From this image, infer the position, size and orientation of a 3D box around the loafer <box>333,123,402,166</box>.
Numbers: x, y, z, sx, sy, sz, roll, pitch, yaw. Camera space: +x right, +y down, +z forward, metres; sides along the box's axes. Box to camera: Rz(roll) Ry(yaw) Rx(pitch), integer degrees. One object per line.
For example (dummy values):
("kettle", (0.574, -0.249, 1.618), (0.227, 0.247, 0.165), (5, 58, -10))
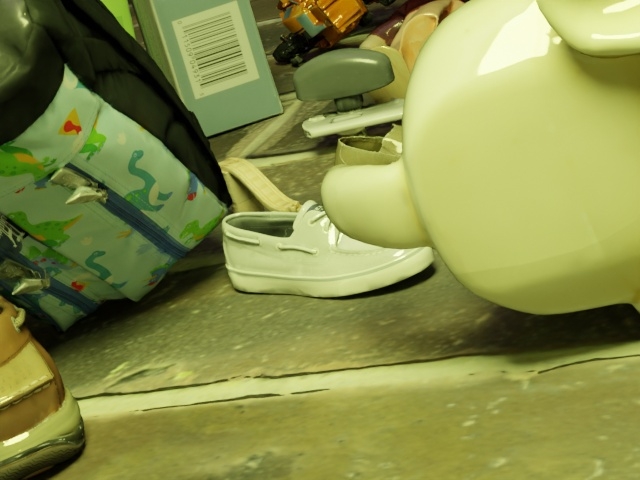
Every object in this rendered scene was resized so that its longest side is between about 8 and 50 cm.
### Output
("loafer", (0.076, -0.075, 1.223), (0.148, 0.050, 0.056), (-10, 20, 19))

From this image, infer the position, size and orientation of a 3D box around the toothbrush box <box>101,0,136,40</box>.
("toothbrush box", (-0.368, -0.225, 1.737), (0.122, 0.206, 0.283), (0, 17, 41))

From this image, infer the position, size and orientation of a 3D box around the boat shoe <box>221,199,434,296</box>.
("boat shoe", (0.000, 0.000, 1.054), (0.184, 0.063, 0.066), (1, 26, 44))

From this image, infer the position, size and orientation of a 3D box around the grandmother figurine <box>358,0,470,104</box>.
("grandmother figurine", (0.134, -0.243, 1.581), (0.207, 0.104, 0.342), (-4, 23, 10))

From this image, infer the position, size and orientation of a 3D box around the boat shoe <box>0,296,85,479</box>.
("boat shoe", (-0.260, 0.071, 0.991), (0.122, 0.120, 0.324), (-26, 21, -27))

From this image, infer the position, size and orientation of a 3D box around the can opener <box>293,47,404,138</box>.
("can opener", (0.109, -0.147, 1.353), (0.280, 0.093, 0.074), (-8, 19, 13))

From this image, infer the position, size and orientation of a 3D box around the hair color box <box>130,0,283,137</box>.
("hair color box", (-0.156, -0.258, 1.732), (0.113, 0.185, 0.374), (-19, 19, -8))

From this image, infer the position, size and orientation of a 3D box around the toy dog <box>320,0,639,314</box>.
("toy dog", (0.228, -0.100, 0.903), (0.395, 0.284, 0.408), (-28, 10, 29))

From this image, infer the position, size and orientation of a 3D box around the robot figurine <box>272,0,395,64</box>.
("robot figurine", (0.028, -0.313, 1.792), (0.211, 0.085, 0.291), (-40, 11, -9))

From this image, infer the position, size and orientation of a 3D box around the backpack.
("backpack", (-0.220, -0.087, 1.061), (0.290, 0.273, 0.355), (42, 12, 32))

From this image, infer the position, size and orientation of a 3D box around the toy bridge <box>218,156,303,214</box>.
("toy bridge", (-0.067, -0.039, 1.225), (0.026, 0.063, 0.188), (-26, 20, -24))
